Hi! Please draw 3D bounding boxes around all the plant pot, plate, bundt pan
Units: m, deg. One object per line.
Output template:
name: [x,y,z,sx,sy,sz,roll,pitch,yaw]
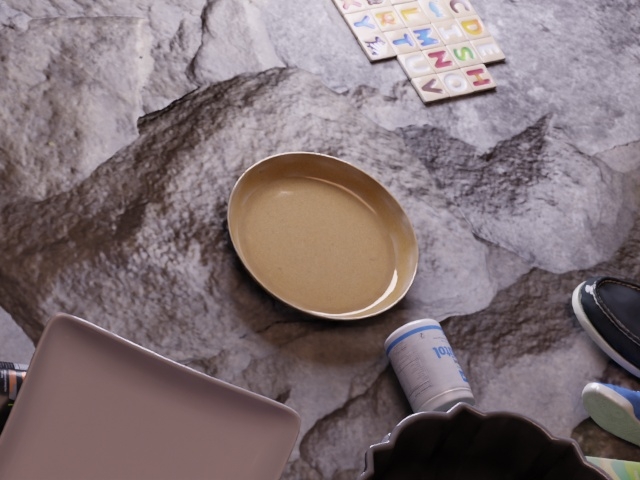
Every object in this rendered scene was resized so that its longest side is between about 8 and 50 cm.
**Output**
plant pot: [0.000,0.000,2.218,0.236,0.032,0.236,12,51,-15]
plate: [-0.192,0.244,1.848,0.278,0.045,0.277,24,86,-17]
bundt pan: [0.161,0.335,1.908,0.330,0.124,0.331,11,53,-15]

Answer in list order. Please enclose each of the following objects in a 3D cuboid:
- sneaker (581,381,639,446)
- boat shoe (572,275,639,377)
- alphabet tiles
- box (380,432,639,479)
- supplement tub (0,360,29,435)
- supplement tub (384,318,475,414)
sneaker: [0.379,0.192,2.224,0.152,0.058,0.085,30,52,-3]
boat shoe: [0.465,0.129,2.271,0.340,0.113,0.127,37,47,5]
alphabet tiles: [0.128,-0.282,2.499,0.198,0.009,0.237,-14,62,-32]
box: [0.221,0.335,2.049,0.322,0.058,0.232,9,53,-18]
supplement tub: [-0.301,0.181,1.895,0.190,0.117,0.117,9,52,-18]
supplement tub: [0.122,0.149,2.135,0.071,0.071,0.107,-10,60,-29]
